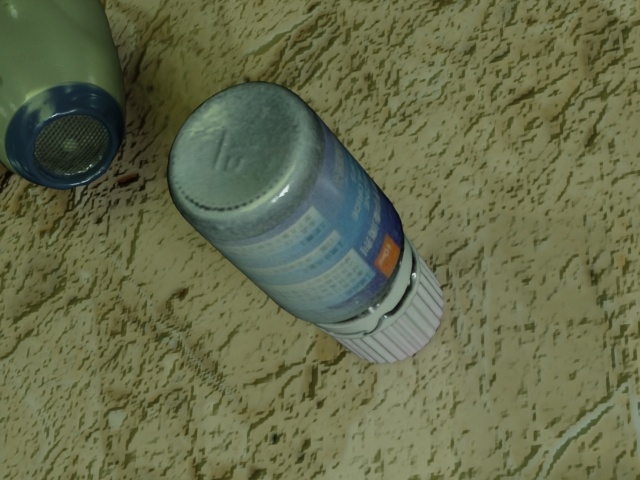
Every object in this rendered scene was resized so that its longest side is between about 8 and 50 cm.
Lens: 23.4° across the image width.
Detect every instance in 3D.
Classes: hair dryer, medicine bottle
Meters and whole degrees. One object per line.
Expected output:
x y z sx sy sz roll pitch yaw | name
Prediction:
-0.261 -0.111 1.080 0.298 0.119 0.296 -30 47 26 | hair dryer
0.000 0.000 0.806 0.083 0.203 0.083 -11 60 20 | medicine bottle
